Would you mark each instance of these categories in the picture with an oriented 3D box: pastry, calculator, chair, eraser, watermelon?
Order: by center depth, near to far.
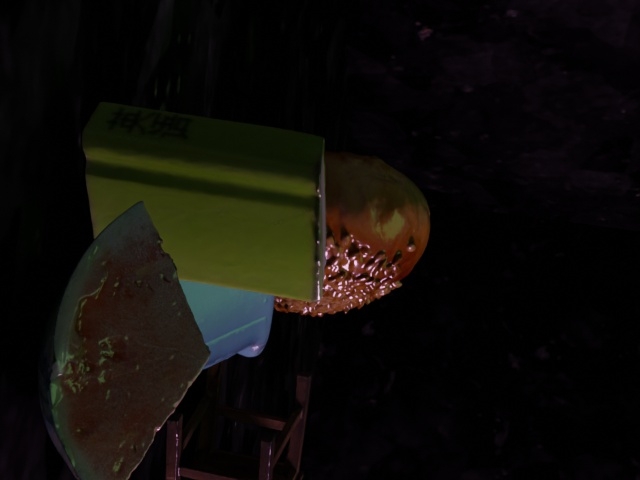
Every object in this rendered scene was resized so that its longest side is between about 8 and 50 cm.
[{"bbox_3d":[-0.221,0.136,1.303,0.260,0.176,0.256,-51,149,-31],"label":"watermelon"},{"bbox_3d":[-0.124,-0.043,1.405,0.092,0.274,0.210,-73,169,-46],"label":"eraser"},{"bbox_3d":[-0.155,0.018,1.701,0.256,0.054,0.386,-22,117,-45],"label":"calculator"},{"bbox_3d":[-0.149,0.444,2.116,0.240,0.203,0.416,-62,160,-64],"label":"chair"},{"bbox_3d":[0.000,0.000,2.177,0.409,0.410,0.245,81,8,-69],"label":"pastry"}]
